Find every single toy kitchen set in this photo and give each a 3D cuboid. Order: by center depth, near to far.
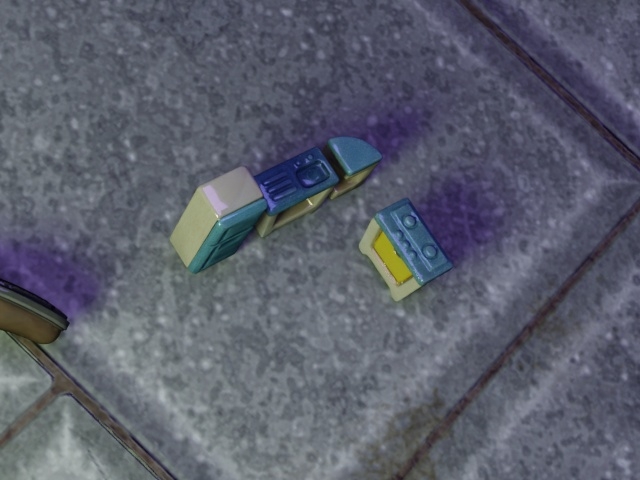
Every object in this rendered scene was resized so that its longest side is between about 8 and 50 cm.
[{"bbox_3d":[0.000,0.000,1.506,0.207,0.122,0.166,-28,78,-26],"label":"toy kitchen set"}]

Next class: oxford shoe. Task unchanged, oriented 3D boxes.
[{"bbox_3d":[-0.331,0.065,1.406,0.227,0.083,0.096,13,82,-12],"label":"oxford shoe"}]
